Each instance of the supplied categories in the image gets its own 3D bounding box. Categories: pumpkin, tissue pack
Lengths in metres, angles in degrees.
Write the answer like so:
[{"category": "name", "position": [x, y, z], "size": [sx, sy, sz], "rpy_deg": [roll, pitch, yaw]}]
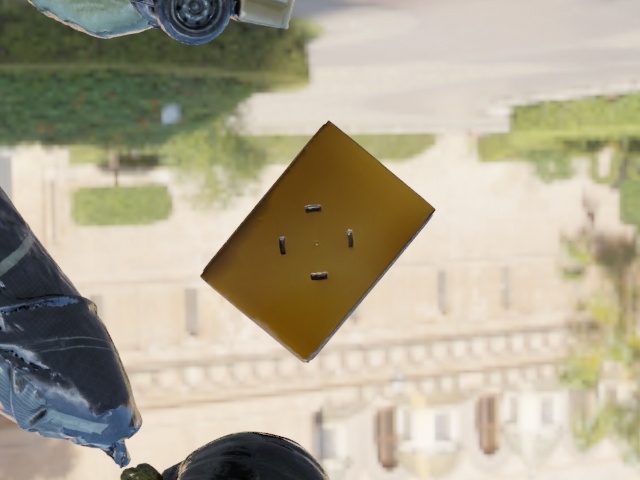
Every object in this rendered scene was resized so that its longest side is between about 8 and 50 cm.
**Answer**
[{"category": "pumpkin", "position": [-0.101, 0.277, 1.304], "size": [0.250, 0.216, 0.250], "rpy_deg": [-37, -167, 10]}, {"category": "tissue pack", "position": [0.000, 0.000, 1.991], "size": [0.194, 0.274, 0.145], "rpy_deg": [41, -175, 1]}]

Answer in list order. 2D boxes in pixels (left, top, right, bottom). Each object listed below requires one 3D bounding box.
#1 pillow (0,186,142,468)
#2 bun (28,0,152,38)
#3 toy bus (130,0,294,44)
[{"category": "pillow", "position": [-0.225, 0.002, 0.876], "size": [0.092, 0.335, 0.161], "rpy_deg": [-41, -164, -23]}, {"category": "bun", "position": [-0.205, -0.292, 1.402], "size": [0.195, 0.195, 0.118], "rpy_deg": [1, -161, 19]}, {"category": "toy bus", "position": [-0.195, -0.289, 1.191], "size": [0.366, 0.201, 0.177], "rpy_deg": [12, -170, -20]}]
